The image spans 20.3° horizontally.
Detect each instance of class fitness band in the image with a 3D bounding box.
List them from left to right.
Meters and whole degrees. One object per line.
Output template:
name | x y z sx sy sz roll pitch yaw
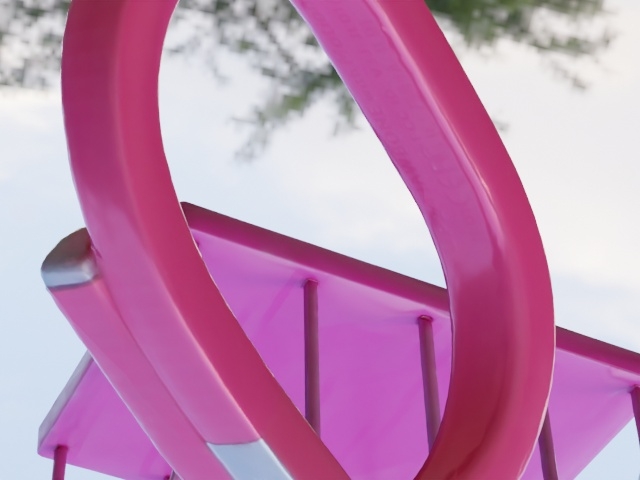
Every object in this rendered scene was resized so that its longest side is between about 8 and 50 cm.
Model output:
fitness band | 0.000 0.000 0.677 0.054 0.291 0.209 -8 -143 37

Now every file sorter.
file sorter | 0.016 0.150 0.939 0.290 0.202 0.182 18 -138 -20

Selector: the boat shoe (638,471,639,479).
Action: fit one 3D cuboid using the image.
boat shoe | 0.334 0.182 1.579 0.070 0.219 0.078 5 -175 -29
